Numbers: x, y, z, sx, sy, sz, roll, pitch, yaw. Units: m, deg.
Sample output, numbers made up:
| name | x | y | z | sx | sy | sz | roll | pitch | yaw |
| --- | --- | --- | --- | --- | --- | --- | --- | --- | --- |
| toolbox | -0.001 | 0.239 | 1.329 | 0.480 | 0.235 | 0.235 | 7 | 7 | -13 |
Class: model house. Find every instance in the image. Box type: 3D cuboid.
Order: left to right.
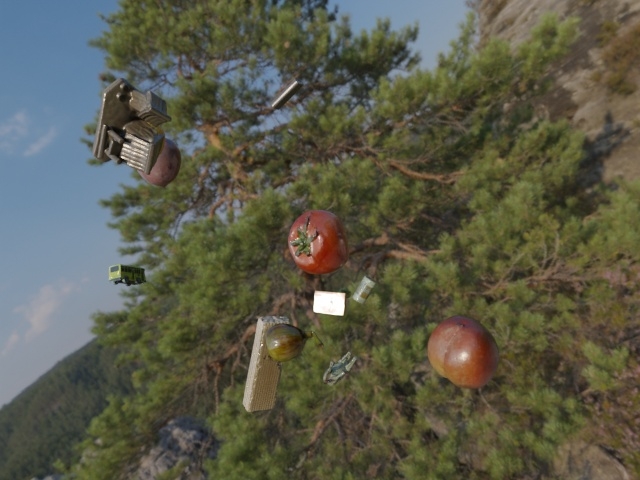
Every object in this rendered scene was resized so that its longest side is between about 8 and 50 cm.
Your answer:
| name | x | y | z | sx | sy | sz | roll | pitch | yaw |
| --- | --- | --- | --- | --- | --- | --- | --- | --- | --- |
| model house | -0.476 | -0.279 | 1.187 | 0.122 | 0.188 | 0.229 | -4 | -59 | -56 |

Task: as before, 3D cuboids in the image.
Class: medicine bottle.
| name | x | y | z | sx | sy | sz | roll | pitch | yaw |
| --- | --- | --- | --- | --- | --- | --- | --- | --- | --- |
| medicine bottle | 0.144 | 0.161 | 1.507 | 0.083 | 0.047 | 0.047 | -59 | -3 | 11 |

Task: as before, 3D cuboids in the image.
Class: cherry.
| name | x | y | z | sx | sy | sz | roll | pitch | yaw |
| --- | --- | --- | --- | --- | --- | --- | --- | --- | --- |
| cherry | -0.813 | -0.390 | 2.323 | 0.239 | 0.239 | 0.206 | -36 | 13 | -31 |

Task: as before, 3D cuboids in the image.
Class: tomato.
| name | x | y | z | sx | sy | sz | roll | pitch | yaw |
| --- | --- | --- | --- | --- | --- | --- | --- | --- | --- |
| tomato | 0.000 | 0.000 | 2.340 | 0.272 | 0.342 | 0.341 | -11 | -15 | -41 |

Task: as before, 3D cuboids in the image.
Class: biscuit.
| name | x | y | z | sx | sy | sz | roll | pitch | yaw |
| --- | --- | --- | --- | --- | --- | --- | --- | --- | --- |
| biscuit | -0.228 | 0.526 | 1.972 | 0.143 | 0.427 | 0.078 | 3 | 16 | -30 |

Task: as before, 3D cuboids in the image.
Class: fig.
| name | x | y | z | sx | sy | sz | roll | pitch | yaw |
| --- | --- | --- | --- | --- | --- | --- | --- | --- | --- |
| fig | -0.112 | 0.362 | 1.691 | 0.186 | 0.142 | 0.148 | -32 | 17 | -7 |

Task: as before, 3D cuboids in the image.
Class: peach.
| name | x | y | z | sx | sy | sz | roll | pitch | yaw |
| --- | --- | --- | --- | --- | --- | --- | --- | --- | --- |
| peach | 0.505 | 0.387 | 1.630 | 0.252 | 0.252 | 0.252 | -35 | 2 | 1 |

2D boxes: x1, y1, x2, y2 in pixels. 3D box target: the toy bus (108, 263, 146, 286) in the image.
| name | x | y | z | sx | sy | sz | roll | pitch | yaw |
| --- | --- | --- | --- | --- | --- | --- | --- | --- | --- |
| toy bus | -0.967 | 0.174 | 2.317 | 0.088 | 0.101 | 0.175 | -14 | -15 | 21 |

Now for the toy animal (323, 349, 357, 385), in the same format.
| name | x | y | z | sx | sy | sz | roll | pitch | yaw |
| --- | --- | --- | --- | --- | --- | --- | --- | --- | --- |
| toy animal | 0.105 | 0.574 | 2.108 | 0.170 | 0.090 | 0.255 | -55 | -23 | 23 |

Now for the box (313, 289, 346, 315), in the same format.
| name | x | y | z | sx | sy | sz | roll | pitch | yaw |
| --- | --- | --- | --- | --- | --- | --- | --- | --- | --- |
| box | 0.038 | 0.251 | 1.859 | 0.133 | 0.090 | 0.023 | 4 | -3 | 21 |

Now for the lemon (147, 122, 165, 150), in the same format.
| name | x | y | z | sx | sy | sz | roll | pitch | yaw |
| --- | --- | --- | --- | --- | --- | --- | --- | --- | --- |
| lemon | -0.766 | -0.426 | 1.974 | 0.257 | 0.188 | 0.188 | -53 | -6 | 25 |

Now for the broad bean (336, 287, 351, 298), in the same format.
| name | x | y | z | sx | sy | sz | roll | pitch | yaw |
| --- | --- | --- | --- | --- | --- | --- | --- | --- | --- |
| broad bean | 0.095 | 0.236 | 2.003 | 0.083 | 0.063 | 0.045 | -22 | 35 | -25 |

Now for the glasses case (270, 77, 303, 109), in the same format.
| name | x | y | z | sx | sy | sz | roll | pitch | yaw |
| --- | --- | --- | --- | --- | --- | --- | --- | --- | --- |
| glasses case | -0.172 | -0.743 | 2.347 | 0.190 | 0.042 | 0.072 | -38 | -13 | 23 |
